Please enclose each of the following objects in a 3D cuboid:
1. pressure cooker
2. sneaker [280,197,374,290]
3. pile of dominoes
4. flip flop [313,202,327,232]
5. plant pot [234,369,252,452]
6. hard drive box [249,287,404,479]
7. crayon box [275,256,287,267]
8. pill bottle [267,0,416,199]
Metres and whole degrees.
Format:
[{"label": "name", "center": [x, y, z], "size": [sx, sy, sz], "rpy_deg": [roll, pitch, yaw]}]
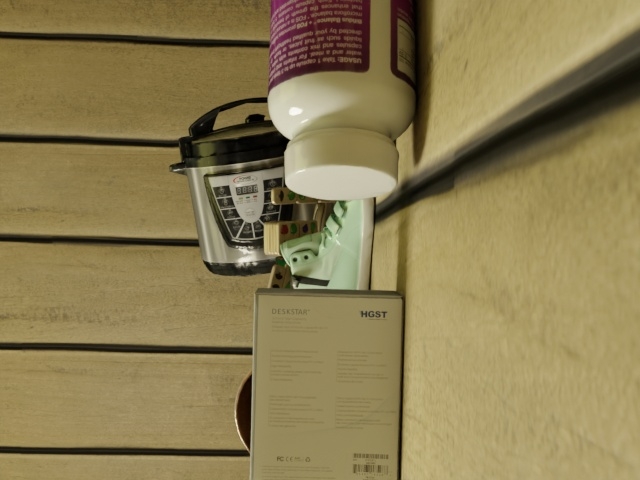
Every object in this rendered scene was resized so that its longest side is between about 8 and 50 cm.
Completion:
[{"label": "pressure cooker", "center": [-0.154, -0.145, 2.096], "size": [0.376, 0.370, 0.420], "rpy_deg": [3, 104, 48]}, {"label": "sneaker", "center": [0.010, -0.020, 1.386], "size": [0.094, 0.151, 0.255], "rpy_deg": [-93, 6, -79]}, {"label": "pile of dominoes", "center": [0.000, 0.000, 1.523], "size": [0.040, 0.251, 0.195], "rpy_deg": [4, 96, 43]}, {"label": "flip flop", "center": [0.036, 0.045, 1.721], "size": [0.112, 0.080, 0.277], "rpy_deg": [-98, -6, -79]}, {"label": "plant pot", "center": [-0.010, 0.263, 1.443], "size": [0.230, 0.216, 0.215], "rpy_deg": [-39, -48, -74]}, {"label": "hard drive box", "center": [0.007, 0.177, 1.031], "size": [0.089, 0.181, 0.232], "rpy_deg": [-135, 48, -88]}, {"label": "crayon box", "center": [-0.022, 0.140, 1.716], "size": [0.278, 0.081, 0.165], "rpy_deg": [-115, 8, -71]}, {"label": "pill bottle", "center": [0.025, -0.206, 0.952], "size": [0.169, 0.169, 0.301], "rpy_deg": [101, 171, -75]}]
